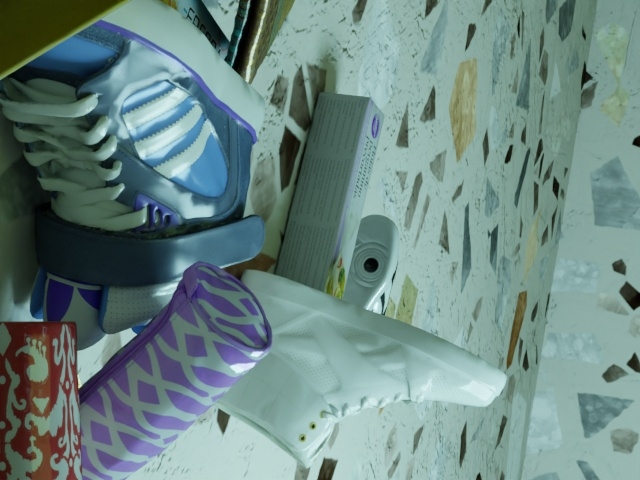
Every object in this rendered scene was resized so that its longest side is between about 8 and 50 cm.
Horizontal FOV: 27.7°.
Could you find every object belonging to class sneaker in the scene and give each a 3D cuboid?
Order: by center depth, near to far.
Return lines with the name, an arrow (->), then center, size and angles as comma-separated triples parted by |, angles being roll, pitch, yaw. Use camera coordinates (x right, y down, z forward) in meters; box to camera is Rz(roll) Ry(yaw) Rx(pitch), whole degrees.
sneaker -> -0.160, -0.038, 0.909 | 0.323, 0.130, 0.236 | 32, 75, -61
sneaker -> 0.032, 0.156, 1.307 | 0.108, 0.292, 0.169 | 136, -26, -75
sneaker -> 0.048, 0.079, 1.565 | 0.121, 0.079, 0.217 | 28, 80, -71

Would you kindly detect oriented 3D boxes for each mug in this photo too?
mug -> -0.216, 0.137, 0.845 | 0.150, 0.113, 0.169 | 9, 81, -63

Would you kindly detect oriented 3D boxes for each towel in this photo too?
towel -> -0.007, -0.325, 1.116 | 0.370, 0.040, 0.271 | -70, 178, -53

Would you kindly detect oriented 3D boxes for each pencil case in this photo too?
pencil case -> -0.128, 0.103, 0.927 | 0.088, 0.206, 0.086 | 37, 21, -30

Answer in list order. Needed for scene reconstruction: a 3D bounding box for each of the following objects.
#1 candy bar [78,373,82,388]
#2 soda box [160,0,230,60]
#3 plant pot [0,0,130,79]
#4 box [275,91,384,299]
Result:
candy bar -> -0.224, 0.148, 0.965 | 0.161, 0.018, 0.040 | -58, 149, -46
soda box -> -0.122, -0.162, 1.050 | 0.183, 0.058, 0.063 | 54, 47, -62
plant pot -> -0.185, -0.222, 0.640 | 0.187, 0.212, 0.212 | 67, 15, 18
box -> 0.000, 0.000, 1.413 | 0.063, 0.067, 0.324 | 41, 59, -65
